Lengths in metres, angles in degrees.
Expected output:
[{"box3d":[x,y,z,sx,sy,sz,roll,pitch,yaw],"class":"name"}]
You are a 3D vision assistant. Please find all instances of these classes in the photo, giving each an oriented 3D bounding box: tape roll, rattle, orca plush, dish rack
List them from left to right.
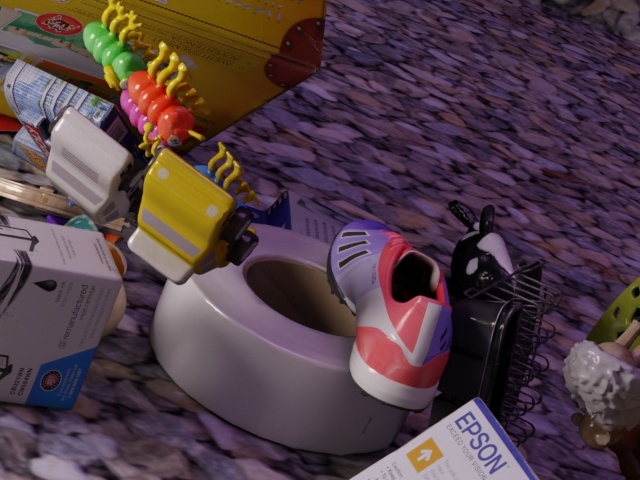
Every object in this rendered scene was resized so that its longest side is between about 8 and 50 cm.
[{"box3d":[-0.221,-0.001,1.623,0.130,0.143,0.200,24,35,10],"class":"rattle"},{"box3d":[-0.026,0.095,1.684,0.286,0.100,0.286,21,22,-9],"class":"tape roll"},{"box3d":[0.172,0.024,2.040,0.102,0.151,0.287,-10,29,1],"class":"orca plush"},{"box3d":[0.187,0.133,1.689,0.074,0.208,0.271,17,17,23],"class":"dish rack"}]

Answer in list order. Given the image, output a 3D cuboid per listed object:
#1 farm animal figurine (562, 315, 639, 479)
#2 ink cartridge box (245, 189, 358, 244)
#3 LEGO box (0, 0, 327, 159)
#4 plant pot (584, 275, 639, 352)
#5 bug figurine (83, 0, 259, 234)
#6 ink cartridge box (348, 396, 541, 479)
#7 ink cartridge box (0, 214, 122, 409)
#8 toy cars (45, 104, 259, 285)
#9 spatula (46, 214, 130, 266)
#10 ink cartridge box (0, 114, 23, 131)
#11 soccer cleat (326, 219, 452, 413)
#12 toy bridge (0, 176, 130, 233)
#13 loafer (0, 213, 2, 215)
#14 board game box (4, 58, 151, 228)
[{"box3d":[0.360,0.270,1.567,0.330,0.172,0.327,39,-14,33],"class":"farm animal figurine"},{"box3d":[0.000,0.000,1.935,0.224,0.045,0.223,22,12,-8],"class":"ink cartridge box"},{"box3d":[-0.292,-0.282,1.839,0.500,0.372,0.193,16,68,-28],"class":"LEGO box"},{"box3d":[0.498,0.111,2.024,0.227,0.207,0.228,0,33,-45],"class":"plant pot"},{"box3d":[-0.154,-0.119,1.661,0.216,0.072,0.279,50,-6,30],"class":"bug figurine"},{"box3d":[0.041,0.297,1.066,0.071,0.330,0.324,60,-2,-37],"class":"ink cartridge box"},{"box3d":[-0.296,0.057,1.439,0.203,0.148,0.086,10,28,-29],"class":"ink cartridge box"},{"box3d":[-0.177,-0.034,1.569,0.176,0.087,0.393,45,-12,-33],"class":"toy cars"},{"box3d":[-0.307,0.009,1.687,0.084,0.030,0.296,40,27,29],"class":"spatula"},{"box3d":[-0.446,-0.190,1.978,0.145,0.045,0.179,-2,31,-46],"class":"ink cartridge box"},{"box3d":[0.076,0.042,1.616,0.108,0.116,0.318,18,23,-12],"class":"soccer cleat"},{"box3d":[-0.294,-0.044,1.780,0.188,0.026,0.063,17,1,-5],"class":"toy bridge"},{"box3d":[-0.373,-0.017,1.550,0.087,0.094,0.251,-21,54,-42],"class":"loafer"},{"box3d":[-0.280,-0.111,1.843,0.194,0.060,0.194,25,-20,28],"class":"board game box"}]
